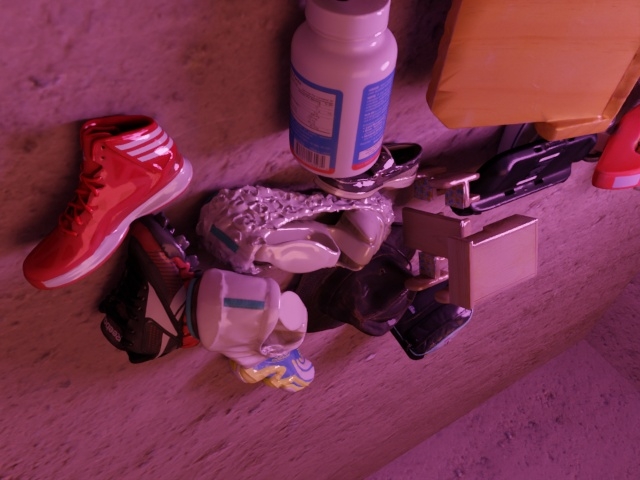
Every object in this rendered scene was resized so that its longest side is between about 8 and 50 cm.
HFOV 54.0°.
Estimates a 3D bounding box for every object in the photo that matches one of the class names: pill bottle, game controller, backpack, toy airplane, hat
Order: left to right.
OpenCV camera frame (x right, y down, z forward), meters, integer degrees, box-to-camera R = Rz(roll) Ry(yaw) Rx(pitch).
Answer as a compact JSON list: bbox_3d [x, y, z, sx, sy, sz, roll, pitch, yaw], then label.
[{"bbox_3d":[0.025,-0.192,0.750,0.124,0.124,0.221,-26,147,-24],"label":"pill bottle"},{"bbox_3d":[0.095,0.109,1.218,0.331,0.134,0.331,-29,149,-19],"label":"hat"},{"bbox_3d":[0.241,0.161,1.418,0.188,0.166,0.144,-36,163,-3],"label":"backpack"},{"bbox_3d":[0.381,-0.132,1.165,0.319,0.067,0.166,-20,149,-32],"label":"game controller"},{"bbox_3d":[0.805,-0.257,1.395,0.386,0.272,0.384,-3,133,-46],"label":"toy airplane"}]

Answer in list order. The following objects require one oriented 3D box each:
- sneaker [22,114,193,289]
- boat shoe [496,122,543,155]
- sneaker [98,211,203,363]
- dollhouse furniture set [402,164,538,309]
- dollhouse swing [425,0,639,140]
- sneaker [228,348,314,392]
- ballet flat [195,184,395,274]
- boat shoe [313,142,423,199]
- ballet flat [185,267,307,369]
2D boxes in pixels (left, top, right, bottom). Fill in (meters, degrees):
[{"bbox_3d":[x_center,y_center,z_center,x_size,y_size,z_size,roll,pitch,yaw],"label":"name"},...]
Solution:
[{"bbox_3d":[-0.254,-0.055,0.679,0.221,0.087,0.128,-46,143,-16],"label":"sneaker"},{"bbox_3d":[0.441,-0.246,1.174,0.109,0.094,0.302,-11,140,-41],"label":"boat shoe"},{"bbox_3d":[-0.231,0.078,0.841,0.135,0.097,0.276,-27,149,-27],"label":"sneaker"},{"bbox_3d":[0.208,0.006,1.042,0.161,0.242,0.212,-18,113,-32],"label":"dollhouse furniture set"},{"bbox_3d":[0.312,-0.351,0.877,0.305,0.315,0.347,5,143,-1],"label":"dollhouse swing"},{"bbox_3d":[-0.064,0.227,1.233,0.126,0.091,0.240,-50,148,15],"label":"sneaker"},{"bbox_3d":[0.000,0.000,0.953,0.409,0.147,0.147,-4,134,-45],"label":"ballet flat"},{"bbox_3d":[0.079,-0.117,0.963,0.223,0.080,0.073,-14,136,-46],"label":"boat shoe"},{"bbox_3d":[-0.082,0.118,0.914,0.139,0.139,0.400,-38,168,-4],"label":"ballet flat"}]
